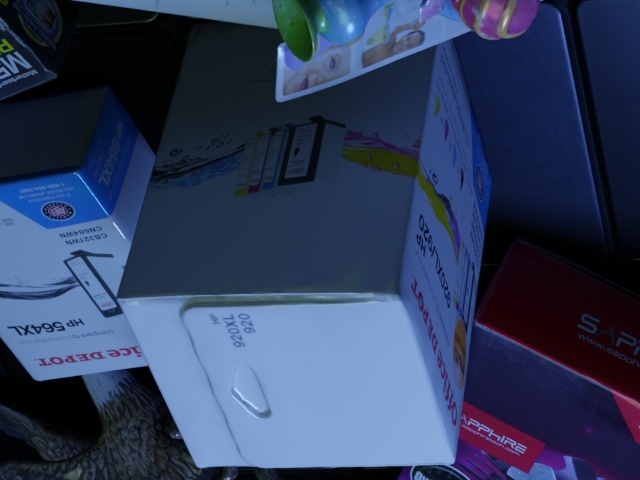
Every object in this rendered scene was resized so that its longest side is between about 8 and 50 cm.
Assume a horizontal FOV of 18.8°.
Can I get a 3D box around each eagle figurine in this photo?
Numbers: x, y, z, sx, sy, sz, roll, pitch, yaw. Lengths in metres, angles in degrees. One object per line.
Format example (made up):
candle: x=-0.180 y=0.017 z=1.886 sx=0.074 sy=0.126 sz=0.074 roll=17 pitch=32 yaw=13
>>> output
eagle figurine: x=-0.155 y=0.172 z=1.466 sx=0.298 sy=0.225 sz=0.226 roll=-30 pitch=141 yaw=26

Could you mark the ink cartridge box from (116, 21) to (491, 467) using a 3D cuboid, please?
ink cartridge box: x=0.000 y=0.000 z=1.178 sx=0.168 sy=0.233 sz=0.171 roll=-3 pitch=139 yaw=16

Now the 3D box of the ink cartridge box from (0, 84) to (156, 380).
ink cartridge box: x=-0.173 y=0.000 z=1.334 sx=0.148 sy=0.086 sz=0.203 roll=-9 pitch=136 yaw=23

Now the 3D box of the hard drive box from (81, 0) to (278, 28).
hard drive box: x=-0.058 y=-0.212 z=1.051 sx=0.232 sy=0.089 sz=0.181 roll=9 pitch=140 yaw=3

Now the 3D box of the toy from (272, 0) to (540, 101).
toy: x=0.090 y=-0.146 z=1.024 sx=0.237 sy=0.056 sz=0.137 roll=-20 pitch=145 yaw=-17

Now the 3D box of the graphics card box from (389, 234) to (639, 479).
graphics card box: x=0.178 y=0.181 z=1.428 sx=0.232 sy=0.094 sz=0.371 roll=27 pitch=141 yaw=4

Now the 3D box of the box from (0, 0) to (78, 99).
box: x=-0.324 y=-0.150 z=1.212 sx=0.270 sy=0.060 sz=0.216 roll=-18 pitch=133 yaw=31
